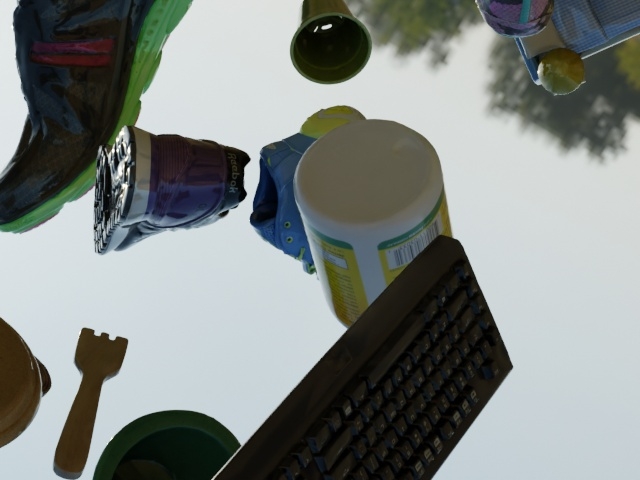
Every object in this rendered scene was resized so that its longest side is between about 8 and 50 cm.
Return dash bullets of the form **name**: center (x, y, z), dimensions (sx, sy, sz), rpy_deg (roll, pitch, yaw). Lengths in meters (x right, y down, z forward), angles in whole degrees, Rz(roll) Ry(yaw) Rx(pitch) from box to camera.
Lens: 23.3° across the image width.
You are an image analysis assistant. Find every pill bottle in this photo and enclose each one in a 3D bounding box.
- **pill bottle**: center (0.052, 0.009, 1.267), dimensions (0.117, 0.117, 0.208), rpy_deg (39, 160, 34)

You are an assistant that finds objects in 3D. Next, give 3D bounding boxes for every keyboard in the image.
- **keyboard**: center (0.043, 0.151, 0.940), dimensions (0.033, 0.202, 0.317), rpy_deg (-3, -153, 36)

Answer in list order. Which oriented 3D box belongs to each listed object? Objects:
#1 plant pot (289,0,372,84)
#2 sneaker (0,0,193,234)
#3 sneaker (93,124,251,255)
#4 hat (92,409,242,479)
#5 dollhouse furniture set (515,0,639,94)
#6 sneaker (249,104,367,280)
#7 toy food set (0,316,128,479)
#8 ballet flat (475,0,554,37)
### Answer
- **plant pot**: center (0.006, -0.214, 1.584), dimensions (0.083, 0.083, 0.079), rpy_deg (25, -151, -24)
- **sneaker**: center (-0.288, -0.236, 1.829), dimensions (0.202, 0.483, 0.185), rpy_deg (25, -176, -16)
- **sneaker**: center (-0.138, -0.039, 1.435), dimensions (0.124, 0.107, 0.283), rpy_deg (3, 177, -16)
- **hat**: center (-0.200, 0.270, 1.636), dimensions (0.208, 0.173, 0.183), rpy_deg (-9, 177, -30)
- **dollhouse furniture set**: center (0.276, -0.320, 1.429), dimensions (0.198, 0.286, 0.303), rpy_deg (1, -112, -77)
- **sneaker**: center (0.000, 0.000, 1.402), dimensions (0.126, 0.240, 0.091), rpy_deg (-18, -158, -14)
- **toy food set**: center (-0.205, 0.070, 0.804), dimensions (0.192, 0.039, 0.132), rpy_deg (18, -145, -7)
- **ballet flat**: center (0.138, -0.252, 1.165), dimensions (0.076, 0.079, 0.222), rpy_deg (0, -126, -9)
